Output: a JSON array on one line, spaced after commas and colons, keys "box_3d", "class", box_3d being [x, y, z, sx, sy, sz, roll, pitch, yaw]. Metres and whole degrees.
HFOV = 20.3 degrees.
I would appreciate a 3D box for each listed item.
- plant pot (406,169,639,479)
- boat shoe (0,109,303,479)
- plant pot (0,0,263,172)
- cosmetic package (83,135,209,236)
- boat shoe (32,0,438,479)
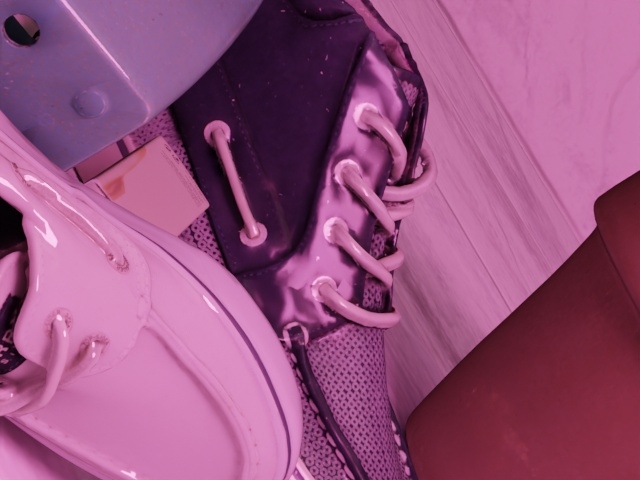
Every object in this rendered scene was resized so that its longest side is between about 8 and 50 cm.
[{"box_3d": [0.185, 0.115, 1.092, 0.263, 0.229, 0.263, 52, 15, -20], "class": "plant pot"}, {"box_3d": [-0.105, 0.014, 0.582, 0.267, 0.096, 0.088, 50, 19, -24], "class": "boat shoe"}, {"box_3d": [-0.121, -0.121, 0.698, 0.165, 0.165, 0.234, 51, 23, -26], "class": "plant pot"}, {"box_3d": [-0.091, -0.005, 0.746, 0.041, 0.060, 0.115, 55, 12, -5], "class": "cosmetic package"}, {"box_3d": [0.000, 0.000, 0.843, 0.340, 0.158, 0.127, 60, 14, 12], "class": "boat shoe"}]
